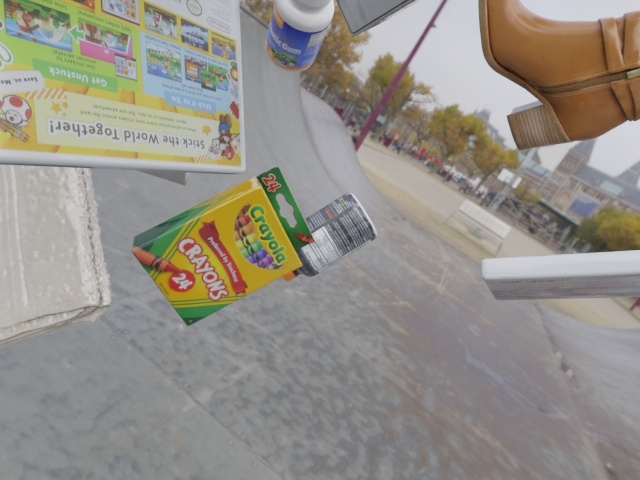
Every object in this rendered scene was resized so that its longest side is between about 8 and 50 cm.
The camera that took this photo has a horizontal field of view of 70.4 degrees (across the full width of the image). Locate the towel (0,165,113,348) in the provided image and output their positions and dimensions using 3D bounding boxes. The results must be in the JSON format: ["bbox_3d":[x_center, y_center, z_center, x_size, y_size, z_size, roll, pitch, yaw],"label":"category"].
[{"bbox_3d":[-0.378,-0.012,0.591,0.049,0.187,0.282,59,15,-73],"label":"towel"}]

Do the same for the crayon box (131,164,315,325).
[{"bbox_3d":[-0.179,0.010,0.912,0.202,0.319,0.081,64,-5,-28],"label":"crayon box"}]

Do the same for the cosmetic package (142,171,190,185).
[{"bbox_3d":[-0.474,-0.261,1.284,0.238,0.107,0.127,14,62,-6],"label":"cosmetic package"}]

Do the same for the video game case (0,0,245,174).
[{"bbox_3d":[-0.140,-0.157,0.345,0.026,0.206,0.227,2,6,29],"label":"video game case"}]

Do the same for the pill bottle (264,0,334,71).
[{"bbox_3d":[-0.053,-0.585,1.194,0.152,0.152,0.272,29,-21,-6],"label":"pill bottle"}]

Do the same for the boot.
[{"bbox_3d":[0.351,-0.272,0.623,0.109,0.220,0.283,-43,114,-49],"label":"boot"}]

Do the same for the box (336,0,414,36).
[{"bbox_3d":[0.125,-0.446,0.674,0.290,0.087,0.169,4,-54,57],"label":"box"}]

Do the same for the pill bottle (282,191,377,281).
[{"bbox_3d":[0.000,0.000,1.078,0.130,0.246,0.130,59,2,-3],"label":"pill bottle"}]

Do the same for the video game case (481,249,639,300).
[{"bbox_3d":[0.276,0.038,0.458,0.202,0.023,0.183,-5,-15,23],"label":"video game case"}]
